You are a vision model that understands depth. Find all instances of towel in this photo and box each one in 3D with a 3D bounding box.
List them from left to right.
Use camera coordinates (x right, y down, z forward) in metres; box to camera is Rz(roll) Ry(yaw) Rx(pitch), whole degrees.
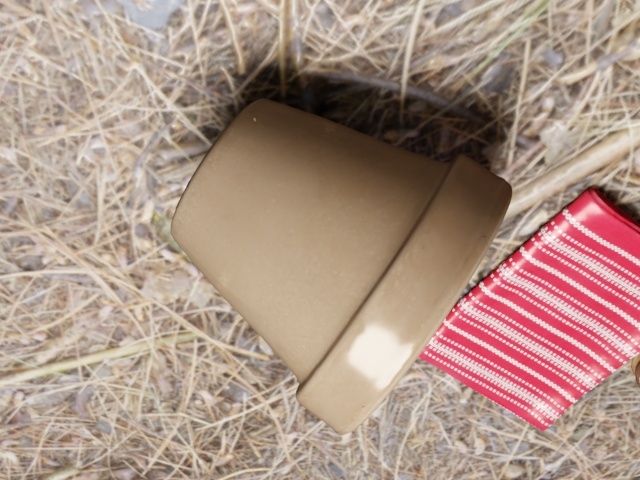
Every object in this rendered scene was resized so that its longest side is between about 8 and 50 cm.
[{"bbox_3d":[0.257,0.084,0.935,0.198,0.031,0.275,32,122,-17],"label":"towel"}]

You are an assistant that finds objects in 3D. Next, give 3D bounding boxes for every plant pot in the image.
[{"bbox_3d":[0.000,0.000,0.782,0.229,0.263,0.263,33,123,2],"label":"plant pot"}]

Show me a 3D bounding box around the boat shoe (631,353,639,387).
[{"bbox_3d":[0.433,0.124,0.926,0.206,0.073,0.073,-22,122,20],"label":"boat shoe"}]
